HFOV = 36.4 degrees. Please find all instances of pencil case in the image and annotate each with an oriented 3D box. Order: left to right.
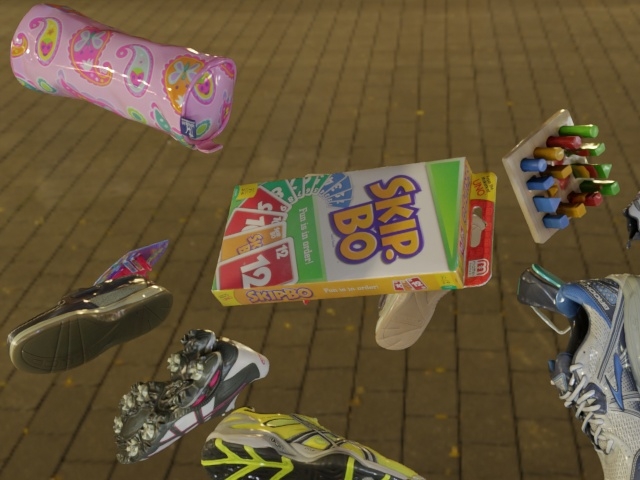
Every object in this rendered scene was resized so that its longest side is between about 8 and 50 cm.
[{"bbox_3d":[-0.238,-0.199,1.186,0.284,0.124,0.124,22,33,20],"label":"pencil case"}]

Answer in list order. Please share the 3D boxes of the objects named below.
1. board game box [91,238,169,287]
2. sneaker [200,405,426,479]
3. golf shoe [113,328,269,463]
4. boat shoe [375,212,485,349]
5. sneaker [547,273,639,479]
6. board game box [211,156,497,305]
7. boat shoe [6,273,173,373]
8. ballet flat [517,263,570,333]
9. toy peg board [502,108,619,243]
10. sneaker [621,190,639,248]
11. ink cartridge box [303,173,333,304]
[{"bbox_3d":[-0.306,0.062,1.594,0.033,0.133,0.168,48,25,9],"label":"board game box"},{"bbox_3d":[0.002,0.360,1.626,0.384,0.145,0.147,16,33,5],"label":"sneaker"},{"bbox_3d":[-0.182,0.226,1.311,0.120,0.273,0.105,16,45,-39],"label":"golf shoe"},{"bbox_3d":[0.167,0.053,1.600,0.102,0.285,0.092,13,33,-25],"label":"boat shoe"},{"bbox_3d":[0.153,0.083,0.538,0.058,0.052,0.135,5,67,-11],"label":"sneaker"},{"bbox_3d":[0.030,-0.007,0.894,0.259,0.039,0.124,-4,56,21],"label":"board game box"},{"bbox_3d":[-0.285,0.095,1.182,0.223,0.080,0.073,-19,43,-42],"label":"boat shoe"},{"bbox_3d":[0.361,0.106,1.338,0.203,0.074,0.074,28,33,7],"label":"ballet flat"},{"bbox_3d":[0.393,-0.103,1.553,0.160,0.161,0.079,-38,23,-27],"label":"toy peg board"},{"bbox_3d":[0.392,-0.008,1.154,0.069,0.098,0.038,-41,6,-6],"label":"sneaker"},{"bbox_3d":[0.000,0.000,1.910,0.078,0.231,0.134,3,31,33],"label":"ink cartridge box"}]
